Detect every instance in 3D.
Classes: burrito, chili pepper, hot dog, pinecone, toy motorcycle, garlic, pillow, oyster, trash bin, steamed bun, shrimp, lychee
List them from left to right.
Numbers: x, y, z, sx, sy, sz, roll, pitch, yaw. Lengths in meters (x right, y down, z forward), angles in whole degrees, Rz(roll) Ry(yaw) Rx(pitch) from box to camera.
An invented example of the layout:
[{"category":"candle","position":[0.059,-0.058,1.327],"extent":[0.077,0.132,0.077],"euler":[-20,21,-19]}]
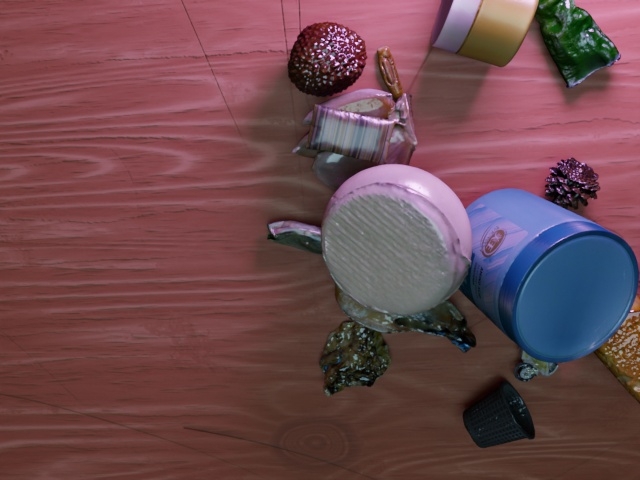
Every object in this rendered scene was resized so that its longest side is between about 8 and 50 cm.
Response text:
[{"category":"burrito","position":[0.000,0.001,1.711],"extent":[0.308,0.066,0.096],"euler":[13,139,-3]},{"category":"lychee","position":[0.022,-0.437,1.509],"extent":[0.188,0.188,0.188],"euler":[1,108,3]},{"category":"pillow","position":[0.073,-0.257,1.505],"extent":[0.203,0.038,0.113],"euler":[12,105,-2]},{"category":"oyster","position":[0.097,0.342,1.818],"extent":[0.214,0.083,0.223],"euler":[-12,100,5]},{"category":"garlic","position":[0.103,-0.244,1.593],"extent":[0.324,0.132,0.279],"euler":[-18,106,11]},{"category":"hot dog","position":[0.177,-0.427,1.586],"extent":[0.043,0.028,0.137],"euler":[-15,108,16]},{"category":"steamed bun","position":[0.191,-0.014,1.519],"extent":[0.374,0.241,0.375],"euler":[10,120,18]},{"category":"shrimp","position":[0.240,0.200,1.735],"extent":[0.445,0.110,0.221],"euler":[27,119,-7]},{"category":"trash bin","position":[0.514,0.525,1.812],"extent":[0.161,0.175,0.175],"euler":[-35,103,24]},{"category":"toy motorcycle","position":[0.640,0.310,1.771],"extent":[0.151,0.074,0.229],"euler":[8,110,1]},{"category":"chili pepper","position":[0.597,-0.518,1.494],"extent":[0.136,0.099,0.270],"euler":[-25,113,37]},{"category":"pinecone","position":[0.645,-0.140,1.598],"extent":[0.140,0.140,0.121],"euler":[25,134,-4]},{"category":"hot dog","position":[0.868,0.310,1.679],"extent":[0.185,0.223,0.405],"euler":[-40,94,13]}]

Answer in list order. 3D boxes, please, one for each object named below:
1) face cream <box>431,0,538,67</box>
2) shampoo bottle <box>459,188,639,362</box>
[{"category":"face cream","position":[0.379,-0.533,1.437],"extent":[0.179,0.218,0.218],"euler":[17,108,-3]},{"category":"shampoo bottle","position":[0.522,0.069,1.520],"extent":[0.330,0.343,0.332],"euler":[-6,113,-14]}]
